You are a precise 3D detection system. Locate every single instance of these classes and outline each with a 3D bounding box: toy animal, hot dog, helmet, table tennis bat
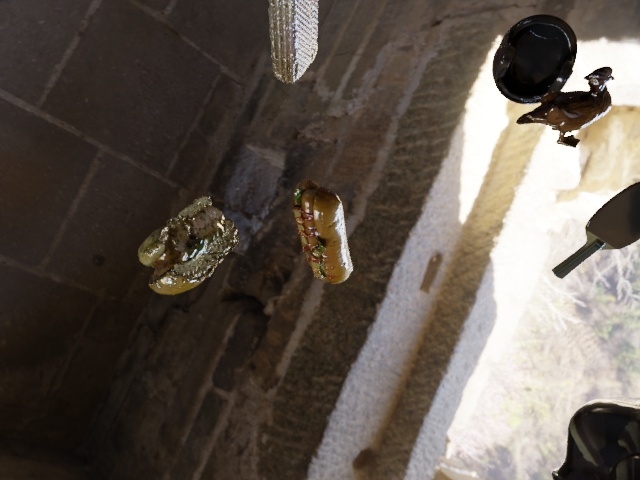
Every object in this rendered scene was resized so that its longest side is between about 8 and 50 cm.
[{"bbox_3d":[0.509,-0.280,1.178,0.188,0.089,0.179,-4,143,1],"label":"toy animal"},{"bbox_3d":[0.000,0.000,1.003,0.076,0.104,0.250,-38,146,-23],"label":"hot dog"},{"bbox_3d":[0.531,-0.450,1.420,0.193,0.189,0.216,-55,164,-66],"label":"helmet"},{"bbox_3d":[0.577,-0.017,1.132,0.154,0.021,0.274,24,123,-30],"label":"table tennis bat"}]

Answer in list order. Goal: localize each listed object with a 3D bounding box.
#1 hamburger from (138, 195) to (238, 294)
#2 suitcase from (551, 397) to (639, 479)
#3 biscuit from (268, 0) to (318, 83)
[{"bbox_3d":[-0.250,0.021,1.054,0.131,0.262,0.124,-42,97,21],"label":"hamburger"},{"bbox_3d":[0.296,0.195,0.285,0.339,0.351,0.194,8,83,-23],"label":"suitcase"},{"bbox_3d":[-0.049,-0.421,1.067,0.108,0.062,0.239,-58,163,-33],"label":"biscuit"}]
